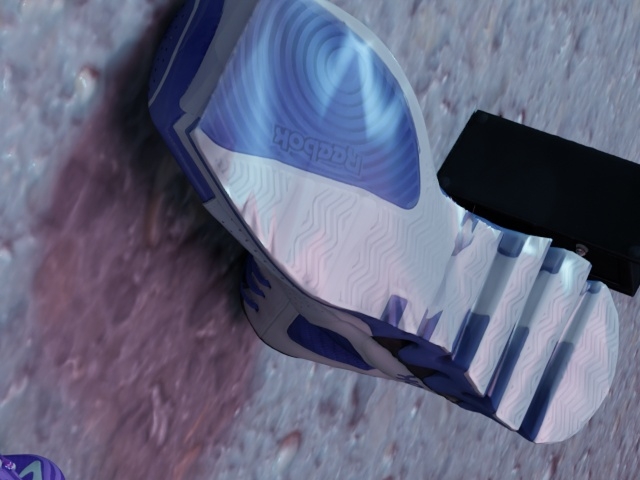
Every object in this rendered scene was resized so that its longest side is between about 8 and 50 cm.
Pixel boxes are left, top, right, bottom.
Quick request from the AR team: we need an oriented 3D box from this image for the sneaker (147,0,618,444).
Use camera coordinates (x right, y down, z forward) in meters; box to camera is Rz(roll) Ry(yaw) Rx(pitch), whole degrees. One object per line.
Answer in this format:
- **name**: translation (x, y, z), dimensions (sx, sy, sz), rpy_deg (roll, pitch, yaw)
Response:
- **sneaker**: translation (0.001, 0.001, 0.953), dimensions (0.315, 0.182, 0.127), rpy_deg (42, 66, -33)

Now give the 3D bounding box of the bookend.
- **bookend**: translation (0.173, 0.000, 1.268), dimensions (0.072, 0.156, 0.157), rpy_deg (-59, 155, -22)

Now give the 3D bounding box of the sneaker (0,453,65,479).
- **sneaker**: translation (-0.157, 0.099, 0.768), dimensions (0.170, 0.068, 0.071), rpy_deg (20, 85, -66)
